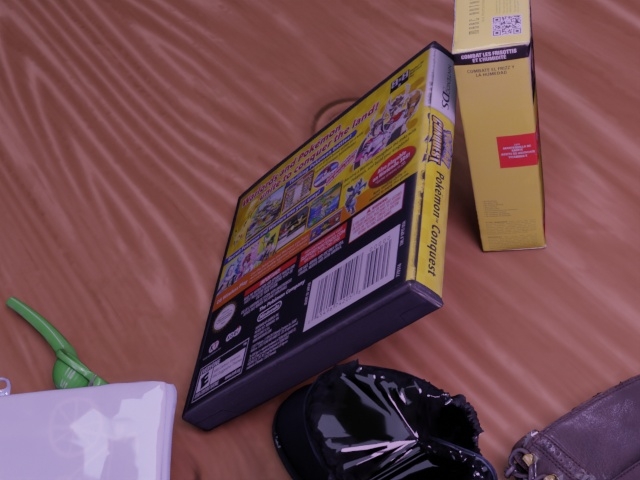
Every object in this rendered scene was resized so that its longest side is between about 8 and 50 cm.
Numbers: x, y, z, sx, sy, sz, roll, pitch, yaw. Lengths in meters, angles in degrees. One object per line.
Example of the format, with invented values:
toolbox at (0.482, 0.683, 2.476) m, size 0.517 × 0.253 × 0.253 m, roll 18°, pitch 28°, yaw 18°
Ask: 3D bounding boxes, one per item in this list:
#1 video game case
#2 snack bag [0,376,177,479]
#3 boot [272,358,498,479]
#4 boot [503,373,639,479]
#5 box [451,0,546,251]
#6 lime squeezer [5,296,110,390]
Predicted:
video game case at (0.000, 0.000, 0.786) m, size 0.275 × 0.035 × 0.248 m, roll -34°, pitch 34°, yaw 41°
snack bag at (-0.263, 0.263, 0.727) m, size 0.342 × 0.037 × 0.323 m, roll -8°, pitch 62°, yaw 8°
boot at (0.033, 0.136, 0.655) m, size 0.094 × 0.207 × 0.246 m, roll -39°, pitch 50°, yaw -14°
boot at (0.201, 0.213, 0.622) m, size 0.263 × 0.091 × 0.229 m, roll -30°, pitch 48°, yaw -21°
box at (0.147, -0.094, 0.785) m, size 0.058 × 0.232 × 0.087 m, roll -3°, pitch 50°, yaw 13°
lime squeezer at (-0.219, 0.150, 0.844) m, size 0.110 × 0.059 × 0.310 m, roll -41°, pitch 45°, yaw 25°
